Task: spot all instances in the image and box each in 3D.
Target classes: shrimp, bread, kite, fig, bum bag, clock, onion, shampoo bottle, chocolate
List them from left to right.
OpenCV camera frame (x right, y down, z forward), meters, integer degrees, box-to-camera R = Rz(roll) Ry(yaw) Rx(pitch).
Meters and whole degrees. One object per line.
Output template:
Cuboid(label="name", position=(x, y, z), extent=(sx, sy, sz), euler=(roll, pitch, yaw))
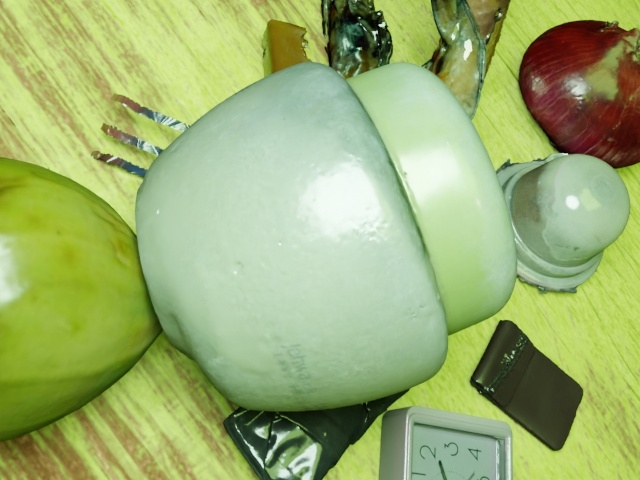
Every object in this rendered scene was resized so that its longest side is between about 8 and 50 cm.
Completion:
Cuboid(label="fig", position=(-0.261, 0.055, 0.643), extent=(0.271, 0.239, 0.239), euler=(16, 65, -39))
Cuboid(label="kite", position=(-0.130, -0.082, 0.845), extent=(0.245, 0.015, 0.141), euler=(22, 91, -12))
Cuboid(label="bread", position=(-0.023, -0.164, 0.934), extent=(0.088, 0.049, 0.226), euler=(3, 71, -23))
Cuboid(label="shampoo bottle", position=(0.000, 0.000, 0.717), extent=(0.318, 0.322, 0.322), euler=(-24, 83, -2))
Cuboid(label="bum bag", position=(0.012, 0.172, 0.824), extent=(0.248, 0.060, 0.123), euler=(-38, 87, -33))
Cuboid(label="shrimp", position=(0.098, -0.247, 0.926), extent=(0.071, 0.233, 0.364), euler=(10, 66, -44))
Cuboid(label="clock", position=(0.143, 0.296, 0.841), extent=(0.150, 0.063, 0.197), euler=(15, 66, -20))
Cuboid(label="bum bag", position=(0.272, 0.187, 0.965), extent=(0.159, 0.026, 0.109), euler=(39, 59, -9))
Cuboid(label="chocolate", position=(0.344, -0.047, 1.016), extent=(0.221, 0.147, 0.221), euler=(11, 63, -23))
Cuboid(label="onion", position=(0.418, -0.225, 1.120), extent=(0.248, 0.161, 0.247), euler=(1, 83, -7))

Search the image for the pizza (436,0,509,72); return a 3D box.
Cuboid(label="pizza", position=(0.239, -0.390, 0.964), extent=(0.080, 0.391, 0.434), euler=(18, 58, 7))
